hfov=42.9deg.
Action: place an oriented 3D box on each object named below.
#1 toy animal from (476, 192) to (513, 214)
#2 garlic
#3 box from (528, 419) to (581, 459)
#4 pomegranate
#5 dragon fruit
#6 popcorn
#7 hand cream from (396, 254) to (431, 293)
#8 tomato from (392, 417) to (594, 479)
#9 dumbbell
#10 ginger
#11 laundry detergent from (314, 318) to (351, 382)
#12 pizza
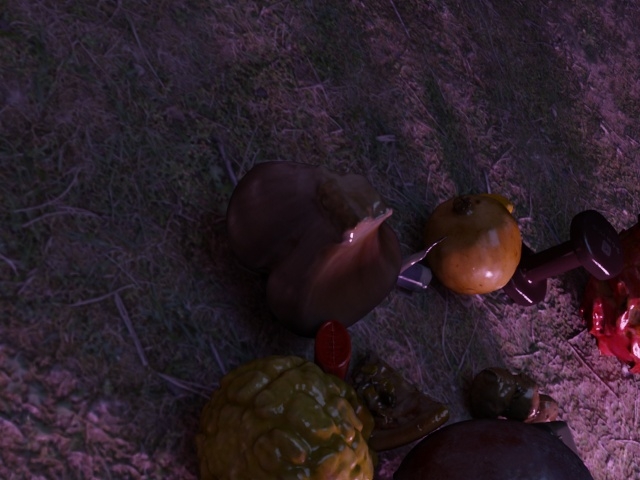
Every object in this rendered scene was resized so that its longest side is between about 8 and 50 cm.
[{"bbox_3d":[0.357,-0.046,1.649,0.082,0.091,0.114,8,60,-57],"label":"toy animal"},{"bbox_3d":[0.000,0.000,1.191,0.231,0.246,0.340,45,10,23],"label":"garlic"},{"bbox_3d":[0.369,0.409,1.361,0.129,0.148,0.210,1,69,-52],"label":"box"},{"bbox_3d":[0.272,0.000,1.470,0.196,0.196,0.196,22,54,-34],"label":"pomegranate"},{"bbox_3d":[0.687,0.118,1.742,0.386,0.249,0.371,-40,125,-60],"label":"dragon fruit"},{"bbox_3d":[-0.026,0.263,1.025,0.251,0.206,0.237,13,46,-52],"label":"popcorn"},{"bbox_3d":[0.083,0.023,1.371,0.255,0.048,0.079,24,48,-30],"label":"hand cream"},{"bbox_3d":[0.246,0.405,1.150,0.316,0.282,0.317,13,62,-26],"label":"tomato"},{"bbox_3d":[0.466,0.037,1.598,0.140,0.225,0.124,38,49,-21],"label":"dumbbell"},{"bbox_3d":[0.347,0.285,1.457,0.204,0.080,0.104,19,88,-36],"label":"ginger"},{"bbox_3d":[0.012,0.189,1.140,0.049,0.165,0.097,3,48,-2],"label":"laundry detergent"},{"bbox_3d":[0.091,0.226,1.212,0.195,0.185,0.052,-107,180,-54],"label":"pizza"}]
